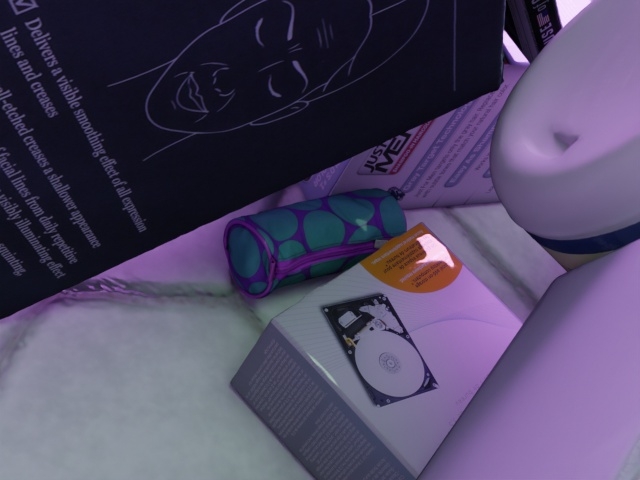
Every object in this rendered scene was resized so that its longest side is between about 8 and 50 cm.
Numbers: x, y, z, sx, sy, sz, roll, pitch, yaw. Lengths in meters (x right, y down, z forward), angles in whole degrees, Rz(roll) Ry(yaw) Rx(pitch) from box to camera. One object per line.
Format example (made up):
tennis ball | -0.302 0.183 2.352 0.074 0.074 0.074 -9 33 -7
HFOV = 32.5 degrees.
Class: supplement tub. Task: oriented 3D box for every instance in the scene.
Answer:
supplement tub | 0.296 -0.013 0.725 0.325 0.235 0.235 41 40 -21

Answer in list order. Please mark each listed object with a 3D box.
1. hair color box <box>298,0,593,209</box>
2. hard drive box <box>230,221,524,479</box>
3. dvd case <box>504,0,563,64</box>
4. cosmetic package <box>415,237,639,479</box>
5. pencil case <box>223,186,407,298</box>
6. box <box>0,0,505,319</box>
hair color box | 0.165 -0.129 0.980 0.375 0.185 0.113 -6 56 -34
hard drive box | 0.084 0.123 0.781 0.232 0.089 0.181 46 45 12
dvd case | 0.101 -0.246 0.810 0.238 0.030 0.179 59 6 29
cosmetic package | 0.227 0.231 0.503 0.394 0.327 0.329 37 79 1
pencil case | 0.000 0.000 0.857 0.152 0.064 0.070 -14 30 -37
box | -0.102 -0.168 0.666 0.396 0.293 0.212 -24 63 -7
